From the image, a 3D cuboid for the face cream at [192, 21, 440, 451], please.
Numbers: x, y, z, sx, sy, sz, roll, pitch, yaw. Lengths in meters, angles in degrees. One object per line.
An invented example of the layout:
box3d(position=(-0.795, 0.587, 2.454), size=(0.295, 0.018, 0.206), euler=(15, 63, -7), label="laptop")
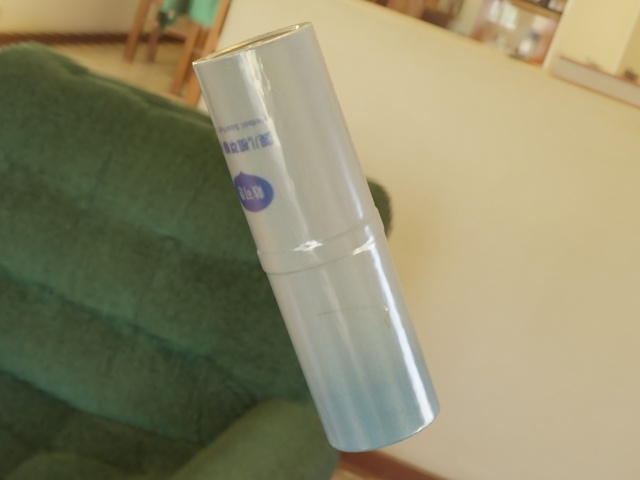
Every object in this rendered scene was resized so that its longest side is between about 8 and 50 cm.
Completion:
box3d(position=(0.000, 0.000, 0.764), size=(0.077, 0.250, 0.077), euler=(-19, 13, 5), label="face cream")
